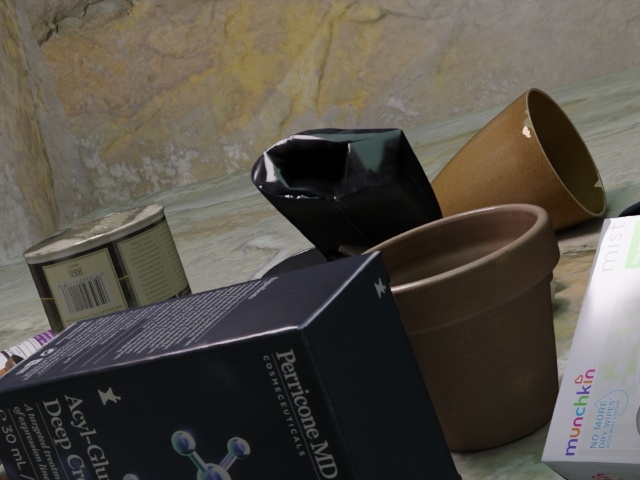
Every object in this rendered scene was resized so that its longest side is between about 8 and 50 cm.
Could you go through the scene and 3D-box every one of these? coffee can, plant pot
[{"bbox_3d":[-0.264,0.112,2.053,0.201,0.275,0.201,-18,9,3],"label":"coffee can"},{"bbox_3d":[0.169,0.110,1.725,0.263,0.229,0.263,-19,11,4],"label":"plant pot"},{"bbox_3d":[0.302,-0.090,2.496,0.254,0.237,0.237,-29,7,25],"label":"plant pot"}]

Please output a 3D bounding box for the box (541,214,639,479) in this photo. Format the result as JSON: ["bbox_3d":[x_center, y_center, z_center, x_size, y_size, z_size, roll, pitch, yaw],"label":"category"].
[{"bbox_3d":[0.355,0.109,1.382,0.231,0.126,0.262,-6,58,47],"label":"box"}]

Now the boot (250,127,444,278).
[{"bbox_3d":[0.002,-0.001,2.162,0.367,0.146,0.445,-17,-22,12],"label":"boot"}]

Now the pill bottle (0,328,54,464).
[{"bbox_3d":[-0.376,0.219,2.243,0.323,0.182,0.181,-25,13,-21],"label":"pill bottle"}]

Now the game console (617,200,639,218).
[{"bbox_3d":[0.488,0.040,1.510,0.173,0.293,0.250,-51,31,7],"label":"game console"}]

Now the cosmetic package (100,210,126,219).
[{"bbox_3d":[-0.351,0.075,2.708,0.060,0.239,0.099,-11,15,39],"label":"cosmetic package"}]

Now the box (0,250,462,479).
[{"bbox_3d":[-0.097,0.215,1.533,0.395,0.294,0.212,-14,13,27],"label":"box"}]

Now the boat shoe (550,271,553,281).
[{"bbox_3d":[0.288,0.039,2.255,0.073,0.073,0.207,-20,19,-7],"label":"boat shoe"}]

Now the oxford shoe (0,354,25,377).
[{"bbox_3d":[-0.376,0.258,2.103,0.076,0.212,0.076,-47,-8,5],"label":"oxford shoe"}]

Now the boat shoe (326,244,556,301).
[{"bbox_3d":[0.155,0.105,2.072,0.340,0.158,0.127,7,11,-19],"label":"boat shoe"}]

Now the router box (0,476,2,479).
[{"bbox_3d":[-0.628,0.392,2.115,0.301,0.082,0.335,-26,13,-28],"label":"router box"}]
